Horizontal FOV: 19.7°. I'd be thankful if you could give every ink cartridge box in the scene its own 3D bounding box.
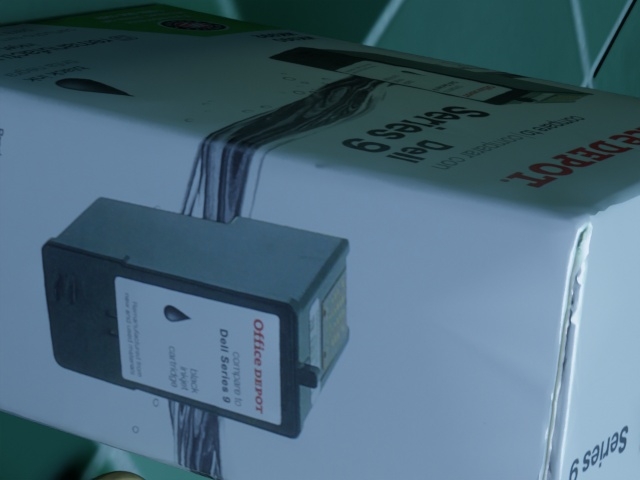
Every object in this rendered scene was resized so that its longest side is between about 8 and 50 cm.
[{"bbox_3d":[0.000,0.000,0.677,0.211,0.289,0.121,-21,121,-58],"label":"ink cartridge box"}]

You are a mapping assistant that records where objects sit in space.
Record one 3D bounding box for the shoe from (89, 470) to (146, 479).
[{"bbox_3d":[-0.105,0.207,0.838,0.076,0.058,0.219,-8,105,-40],"label":"shoe"}]
